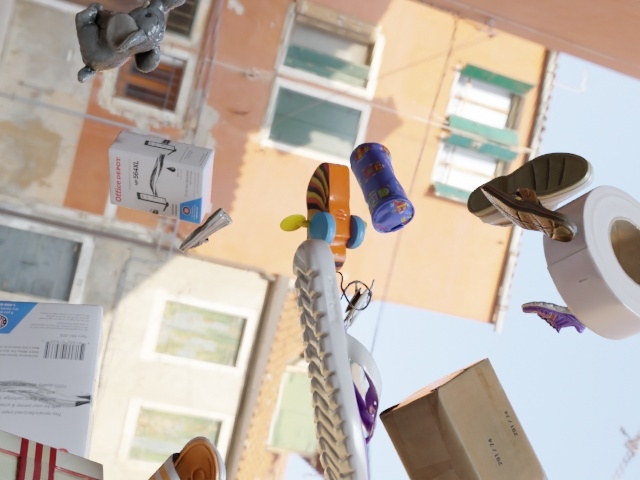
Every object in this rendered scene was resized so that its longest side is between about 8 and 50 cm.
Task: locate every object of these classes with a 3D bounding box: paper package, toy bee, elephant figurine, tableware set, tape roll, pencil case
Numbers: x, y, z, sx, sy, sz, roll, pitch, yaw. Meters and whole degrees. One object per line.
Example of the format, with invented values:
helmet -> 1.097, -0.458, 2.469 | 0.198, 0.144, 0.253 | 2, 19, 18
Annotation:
paper package -> 0.324, 0.462, 1.753 | 0.168, 0.309, 0.324 | -33, -102, 32
toy bee -> 0.000, 0.000, 1.606 | 0.162, 0.195, 0.298 | -27, -137, 50
elephant figurine -> -0.427, -0.467, 1.805 | 0.169, 0.240, 0.185 | -47, 137, -53
tableware set -> 0.081, 0.168, 2.010 | 0.128, 0.039, 0.194 | -55, 169, -19
tape roll -> 0.554, 0.041, 1.506 | 0.100, 0.286, 0.286 | -35, -137, 46
pencil case -> 0.165, -0.145, 2.157 | 0.119, 0.133, 0.306 | -25, -141, 8

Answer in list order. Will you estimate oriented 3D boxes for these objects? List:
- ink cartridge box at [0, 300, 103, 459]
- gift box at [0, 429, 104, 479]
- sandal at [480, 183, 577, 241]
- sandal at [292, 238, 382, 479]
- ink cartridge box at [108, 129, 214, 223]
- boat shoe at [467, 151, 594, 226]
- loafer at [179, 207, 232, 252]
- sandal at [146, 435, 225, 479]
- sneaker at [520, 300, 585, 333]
ink cartridge box -> -0.638, 0.342, 1.734 | 0.166, 0.286, 0.394 | 109, -18, -54
gift box -> -0.486, 0.443, 1.155 | 0.276, 0.255, 0.258 | -51, -153, 11
sandal -> 0.385, -0.062, 1.450 | 0.060, 0.090, 0.219 | -50, -146, -9
sandal -> 0.043, 0.199, 1.178 | 0.169, 0.102, 0.416 | 170, -89, -75
ink cartridge box -> -0.336, -0.133, 1.677 | 0.086, 0.203, 0.148 | -75, 176, -51
boat shoe -> 0.474, -0.106, 1.754 | 0.302, 0.103, 0.113 | -17, -130, 46
loafer -> -0.230, -0.012, 1.597 | 0.125, 0.039, 0.045 | -41, -160, 16
sandal -> -0.240, 0.411, 1.179 | 0.102, 0.076, 0.265 | 39, -84, 30
sneaker -> 0.589, 0.195, 2.018 | 0.170, 0.068, 0.071 | 14, -87, 29
